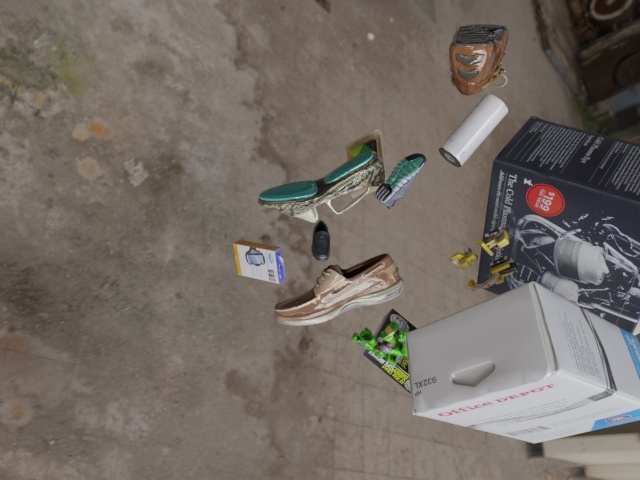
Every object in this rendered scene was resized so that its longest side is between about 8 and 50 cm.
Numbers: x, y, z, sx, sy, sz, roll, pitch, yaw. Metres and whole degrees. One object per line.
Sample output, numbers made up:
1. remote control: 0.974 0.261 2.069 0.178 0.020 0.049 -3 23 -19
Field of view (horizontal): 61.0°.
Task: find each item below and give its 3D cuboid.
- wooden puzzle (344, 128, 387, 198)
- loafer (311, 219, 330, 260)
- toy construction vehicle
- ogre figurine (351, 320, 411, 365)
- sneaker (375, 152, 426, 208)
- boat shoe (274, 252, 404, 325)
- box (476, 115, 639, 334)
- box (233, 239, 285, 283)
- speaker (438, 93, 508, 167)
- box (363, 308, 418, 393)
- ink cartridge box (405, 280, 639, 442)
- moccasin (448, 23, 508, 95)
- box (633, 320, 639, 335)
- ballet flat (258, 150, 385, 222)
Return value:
1. wooden puzzle: 0.182 -0.315 2.252 0.044 0.221 0.239 0 78 -38
2. loafer: 0.000 0.000 2.145 0.223 0.076 0.078 -93 -175 -57
3. toy construction vehicle: 0.259 0.034 0.841 0.086 0.098 0.035 44 31 -30
4. ogre figurine: 0.198 0.311 1.628 0.118 0.197 0.097 49 26 -32
5. sneaker: 0.296 -0.212 1.940 0.098 0.223 0.083 36 13 -52
6. boat shoe: 0.037 0.113 1.325 0.123 0.324 0.116 -124 -164 -75
7. box: 0.495 -0.017 1.045 0.179 0.312 0.343 -44 143 -33
8. box: -0.132 0.048 1.221 0.028 0.136 0.081 -37 129 -51
9. speaker: 0.283 -0.204 1.005 0.055 0.055 0.136 41 89 -30
10. box: 0.281 0.374 1.860 0.216 0.060 0.270 40 29 5
11. ink cartridge box: 0.310 0.195 0.796 0.307 0.223 0.129 24 50 -34
12. moccasin: 0.387 -0.438 1.317 0.380 0.139 0.147 -62 152 -57
13. box: 0.844 0.134 1.566 0.094 0.113 0.275 85 -19 -79
14. ballet flat: 0.017 -0.168 2.016 0.164 0.483 0.182 -102 170 -61
